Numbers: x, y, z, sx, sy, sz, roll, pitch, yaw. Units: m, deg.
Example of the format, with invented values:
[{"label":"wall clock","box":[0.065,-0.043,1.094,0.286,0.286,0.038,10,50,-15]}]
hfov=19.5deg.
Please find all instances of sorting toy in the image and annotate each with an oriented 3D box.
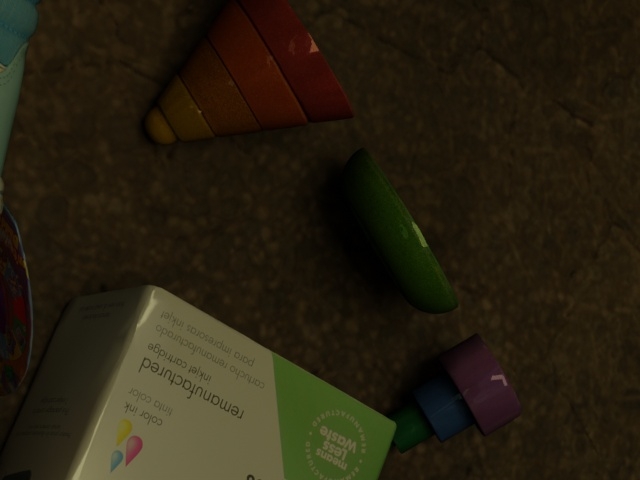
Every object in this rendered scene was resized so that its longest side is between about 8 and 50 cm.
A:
[{"label":"sorting toy","box":[0.000,0.000,1.259,0.126,0.127,0.365,-31,107,-1]}]

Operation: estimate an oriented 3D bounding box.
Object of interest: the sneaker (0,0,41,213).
[{"label":"sneaker","box":[-0.292,-0.138,0.982,0.319,0.127,0.208,19,88,0]}]

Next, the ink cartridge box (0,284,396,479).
[{"label":"ink cartridge box","box":[-0.115,0.230,1.131,0.207,0.119,0.353,31,70,-27]}]

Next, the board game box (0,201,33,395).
[{"label":"board game box","box":[-0.215,0.009,1.055,0.033,0.133,0.168,-16,50,-31]}]
